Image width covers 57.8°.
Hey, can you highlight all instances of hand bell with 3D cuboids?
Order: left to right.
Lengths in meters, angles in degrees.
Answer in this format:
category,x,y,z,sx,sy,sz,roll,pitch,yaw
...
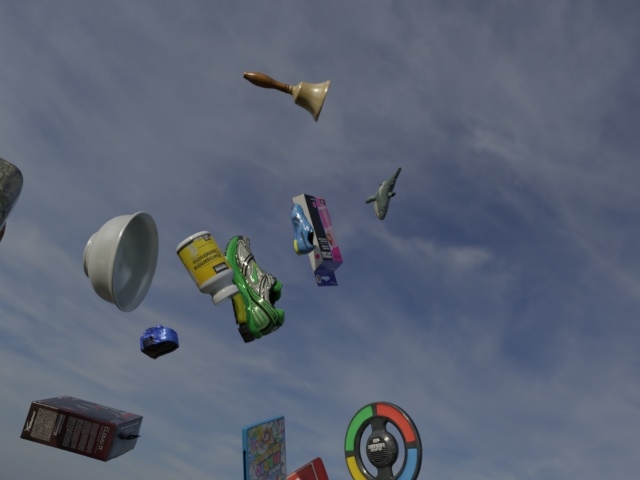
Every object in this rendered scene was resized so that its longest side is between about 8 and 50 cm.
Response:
category,x,y,z,sx,sy,sz,roll,pitch,yaw
hand bell,-0.104,-0.440,1.671,0.242,0.126,0.126,19,-30,-4

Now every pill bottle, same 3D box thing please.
category,x,y,z,sx,sy,sz,roll,pitch,yaw
pill bottle,-0.290,0.075,1.517,0.184,0.103,0.103,56,-31,8

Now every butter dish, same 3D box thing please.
category,x,y,z,sx,sy,sz,roll,pitch,yaw
butter dish,-0.032,0.786,1.798,0.118,0.160,0.160,61,-4,-20

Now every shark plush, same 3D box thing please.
category,x,y,z,sx,sy,sz,roll,pitch,yaw
shark plush,0.209,-0.141,1.733,0.073,0.161,0.067,29,14,-31

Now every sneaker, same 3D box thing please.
category,x,y,z,sx,sy,sz,roll,pitch,yaw
sneaker,-0.185,0.126,1.646,0.147,0.343,0.134,-15,-35,-6
sneaker,-0.056,-0.047,2.107,0.082,0.209,0.069,-22,-30,26

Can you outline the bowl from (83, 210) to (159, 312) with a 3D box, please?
category,x,y,z,sx,sy,sz,roll,pitch,yaw
bowl,-0.591,0.052,1.684,0.134,0.297,0.297,10,-31,7

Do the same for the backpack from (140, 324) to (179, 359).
category,x,y,z,sx,sy,sz,roll,pitch,yaw
backpack,-0.573,0.355,2.074,0.120,0.101,0.098,-19,-30,8

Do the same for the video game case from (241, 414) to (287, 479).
category,x,y,z,sx,sy,sz,roll,pitch,yaw
video game case,-0.110,0.446,1.159,0.015,0.166,0.119,-6,-6,34

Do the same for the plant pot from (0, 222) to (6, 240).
category,x,y,z,sx,sy,sz,roll,pitch,yaw
plant pot,-0.878,-0.061,1.260,0.237,0.237,0.254,5,-34,24

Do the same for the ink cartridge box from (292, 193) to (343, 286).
category,x,y,z,sx,sy,sz,roll,pitch,yaw
ink cartridge box,0.000,0.000,2.320,0.069,0.370,0.176,-20,-12,26

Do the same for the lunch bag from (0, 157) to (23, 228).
category,x,y,z,sx,sy,sz,roll,pitch,yaw
lunch bag,-0.686,-0.046,0.933,0.305,0.256,0.212,29,-59,-26

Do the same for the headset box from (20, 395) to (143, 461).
category,x,y,z,sx,sy,sz,roll,pitch,yaw
headset box,-0.685,0.557,1.722,0.294,0.110,0.218,13,-9,6

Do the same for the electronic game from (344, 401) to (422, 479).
category,x,y,z,sx,sy,sz,roll,pitch,yaw
electronic game,0.150,0.515,1.428,0.229,0.229,0.048,-10,-20,41
